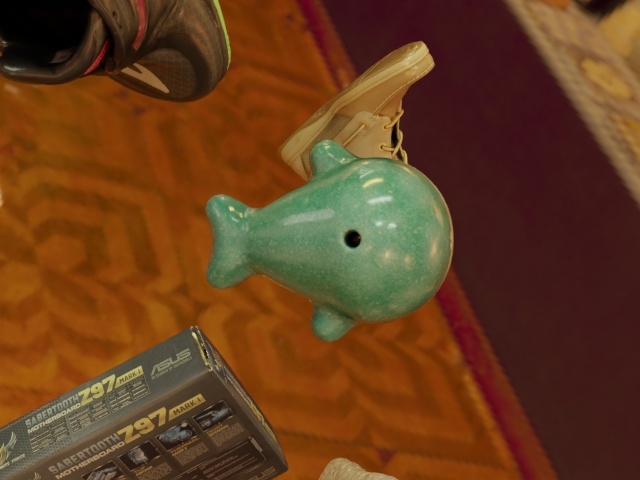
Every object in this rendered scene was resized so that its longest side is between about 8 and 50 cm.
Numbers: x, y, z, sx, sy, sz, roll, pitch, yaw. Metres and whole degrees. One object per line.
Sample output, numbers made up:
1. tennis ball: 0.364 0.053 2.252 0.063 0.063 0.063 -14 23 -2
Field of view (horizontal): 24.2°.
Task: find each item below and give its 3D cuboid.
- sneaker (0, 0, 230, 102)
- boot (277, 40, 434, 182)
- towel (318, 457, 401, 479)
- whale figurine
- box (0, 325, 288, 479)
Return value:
1. sneaker: -0.243 -0.218 1.403 0.483 0.185 0.202 30 49 -59
2. boot: 0.089 -0.100 1.791 0.203 0.262 0.095 51 41 -2
3. towel: 0.012 0.390 1.676 0.049 0.282 0.187 27 -10 -25
4. whale figurine: 0.000 0.000 1.567 0.272 0.216 0.141 1 0 14
5. box: -0.167 0.192 1.314 0.183 0.232 0.059 58 4 -49
